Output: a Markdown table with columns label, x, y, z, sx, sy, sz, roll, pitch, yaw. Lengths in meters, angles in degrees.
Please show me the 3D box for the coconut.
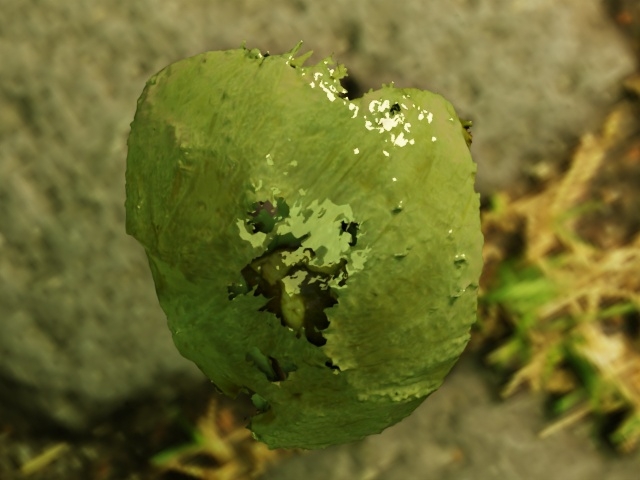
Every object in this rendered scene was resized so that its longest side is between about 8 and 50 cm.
| label | x | y | z | sx | sy | sz | roll | pitch | yaw |
| --- | --- | --- | --- | --- | --- | --- | --- | --- | --- |
| coconut | -0.003 | 0.001 | 0.622 | 0.133 | 0.055 | 0.158 | -33 | 103 | 16 |
